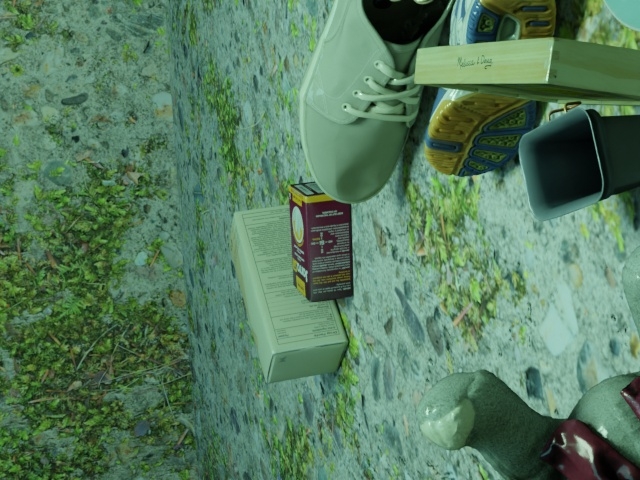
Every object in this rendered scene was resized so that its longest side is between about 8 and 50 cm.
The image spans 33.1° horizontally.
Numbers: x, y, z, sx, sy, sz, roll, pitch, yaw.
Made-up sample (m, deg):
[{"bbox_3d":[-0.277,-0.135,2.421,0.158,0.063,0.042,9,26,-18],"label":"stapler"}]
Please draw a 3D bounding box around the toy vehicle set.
[{"bbox_3d":[0.211,-0.147,0.957,0.267,0.166,0.035,-156,72,-70],"label":"toy vehicle set"}]

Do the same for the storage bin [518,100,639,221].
[{"bbox_3d":[0.253,-0.078,0.979,0.135,0.091,0.098,152,108,-71],"label":"storage bin"}]

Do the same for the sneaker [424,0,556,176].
[{"bbox_3d":[0.186,-0.198,1.177,0.296,0.112,0.131,106,169,-49],"label":"sneaker"}]

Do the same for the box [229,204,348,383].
[{"bbox_3d":[-0.065,0.095,1.998,0.121,0.148,0.311,106,153,-54],"label":"box"}]

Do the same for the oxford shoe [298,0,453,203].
[{"bbox_3d":[0.075,-0.218,1.396,0.130,0.169,0.449,-117,31,-44],"label":"oxford shoe"}]

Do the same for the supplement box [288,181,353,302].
[{"bbox_3d":[0.000,0.000,1.853,0.104,0.081,0.188,-142,47,-66],"label":"supplement box"}]

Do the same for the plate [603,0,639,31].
[{"bbox_3d":[0.286,-0.272,0.913,0.188,0.024,0.188,173,90,-72],"label":"plate"}]

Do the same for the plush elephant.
[{"bbox_3d":[0.262,0.211,0.801,0.330,0.272,0.255,59,-174,-21],"label":"plush elephant"}]

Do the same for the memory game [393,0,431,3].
[{"bbox_3d":[0.126,-0.351,1.214,0.186,0.012,0.186,-14,64,31],"label":"memory game"}]
